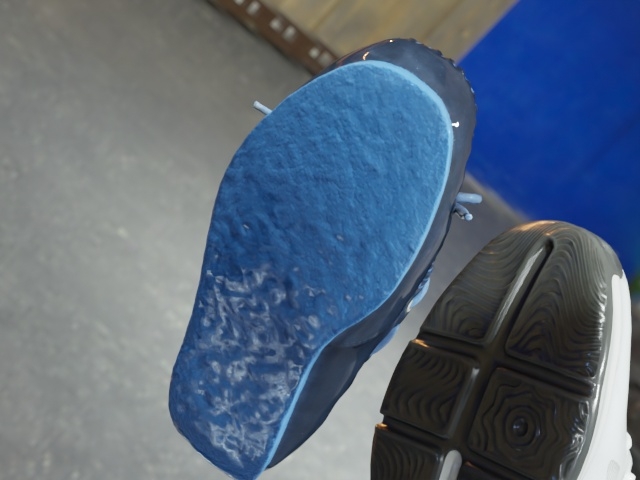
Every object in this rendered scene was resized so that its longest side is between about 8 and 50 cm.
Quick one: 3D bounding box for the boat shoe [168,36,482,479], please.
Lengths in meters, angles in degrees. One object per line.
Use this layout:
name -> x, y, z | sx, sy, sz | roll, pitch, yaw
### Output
boat shoe -> 0.000, 0.000, 0.793 | 0.109, 0.258, 0.089 | 45, 46, 9

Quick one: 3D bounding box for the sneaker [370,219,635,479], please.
sneaker -> 0.170, 0.209, 1.319 | 0.169, 0.447, 0.257 | 19, 8, 43
